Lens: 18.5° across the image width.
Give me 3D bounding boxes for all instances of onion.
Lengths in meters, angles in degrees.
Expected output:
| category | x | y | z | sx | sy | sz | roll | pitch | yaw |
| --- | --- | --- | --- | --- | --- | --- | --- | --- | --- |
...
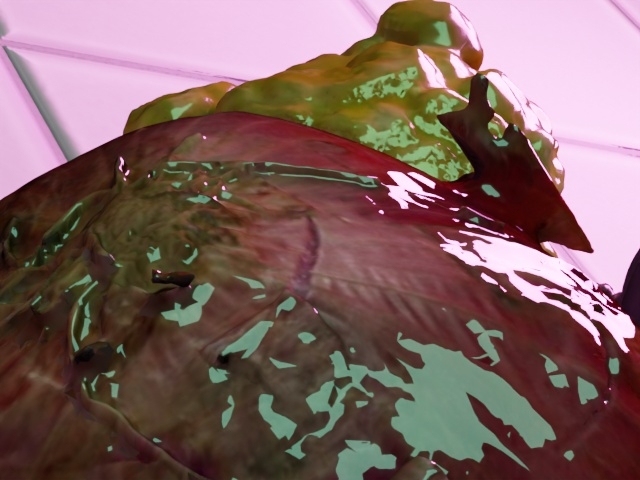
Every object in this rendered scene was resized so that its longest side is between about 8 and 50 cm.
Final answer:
| category | x | y | z | sx | sy | sz | roll | pitch | yaw |
| --- | --- | --- | --- | --- | --- | --- | --- | --- | --- |
| onion | -0.021 | 0.103 | 0.725 | 0.354 | 0.353 | 0.353 | 21 | 27 | -11 |

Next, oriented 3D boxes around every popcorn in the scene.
| category | x | y | z | sx | sy | sz | roll | pitch | yaw |
| --- | --- | --- | --- | --- | --- | --- | --- | --- | --- |
| popcorn | 0.000 | 0.000 | 1.009 | 0.235 | 0.250 | 0.242 | 33 | 27 | -5 |

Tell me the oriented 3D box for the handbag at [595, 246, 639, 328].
| category | x | y | z | sx | sy | sz | roll | pitch | yaw |
| --- | --- | --- | --- | --- | --- | --- | --- | --- | --- |
| handbag | 0.280 | 0.032 | 1.188 | 0.275 | 0.178 | 0.302 | -5 | 21 | 17 |
